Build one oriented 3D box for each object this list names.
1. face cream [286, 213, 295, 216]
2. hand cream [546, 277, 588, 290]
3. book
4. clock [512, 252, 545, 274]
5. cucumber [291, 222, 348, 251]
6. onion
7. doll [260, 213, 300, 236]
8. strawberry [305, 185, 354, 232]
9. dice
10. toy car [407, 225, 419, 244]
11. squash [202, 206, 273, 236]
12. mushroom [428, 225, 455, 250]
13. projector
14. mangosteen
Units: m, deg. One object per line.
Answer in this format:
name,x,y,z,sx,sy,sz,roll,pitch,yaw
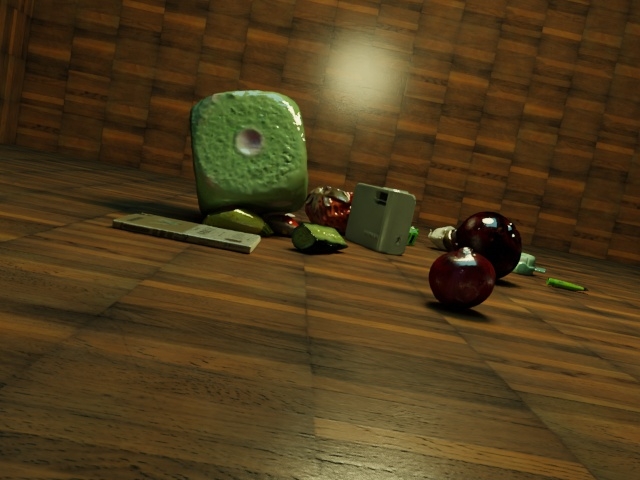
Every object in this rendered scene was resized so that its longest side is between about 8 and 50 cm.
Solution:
face cream,-0.142,-0.102,2.331,0.038,0.020,0.115,14,5,28
hand cream,0.755,0.139,1.807,0.122,0.023,0.036,13,-5,0
book,-0.305,-0.021,1.402,0.311,0.021,0.217,11,7,-1
clock,0.671,0.074,2.035,0.211,0.065,0.159,14,8,18
cucumber,-0.001,0.003,1.575,0.078,0.062,0.211,51,16,20
onion,0.277,0.073,1.151,0.131,0.131,0.131,11,7,-1
doll,-0.091,-0.039,1.753,0.195,0.062,0.104,18,21,-8
strawberry,0.096,-0.090,2.183,0.265,0.149,0.336,8,-7,43
dice,-0.213,-0.237,1.739,0.319,0.322,0.330,-5,-7,-9
toy car,0.316,-0.017,2.197,0.062,0.071,0.165,35,20,35
squash,-0.215,-0.055,1.604,0.200,0.075,0.090,10,-19,-23
mushroom,0.547,0.009,2.255,0.278,0.096,0.099,15,8,-1
projector,0.192,-0.074,1.904,0.108,0.198,0.250,8,7,-26
mangosteen,0.468,0.019,1.676,0.210,0.209,0.210,11,7,-1
